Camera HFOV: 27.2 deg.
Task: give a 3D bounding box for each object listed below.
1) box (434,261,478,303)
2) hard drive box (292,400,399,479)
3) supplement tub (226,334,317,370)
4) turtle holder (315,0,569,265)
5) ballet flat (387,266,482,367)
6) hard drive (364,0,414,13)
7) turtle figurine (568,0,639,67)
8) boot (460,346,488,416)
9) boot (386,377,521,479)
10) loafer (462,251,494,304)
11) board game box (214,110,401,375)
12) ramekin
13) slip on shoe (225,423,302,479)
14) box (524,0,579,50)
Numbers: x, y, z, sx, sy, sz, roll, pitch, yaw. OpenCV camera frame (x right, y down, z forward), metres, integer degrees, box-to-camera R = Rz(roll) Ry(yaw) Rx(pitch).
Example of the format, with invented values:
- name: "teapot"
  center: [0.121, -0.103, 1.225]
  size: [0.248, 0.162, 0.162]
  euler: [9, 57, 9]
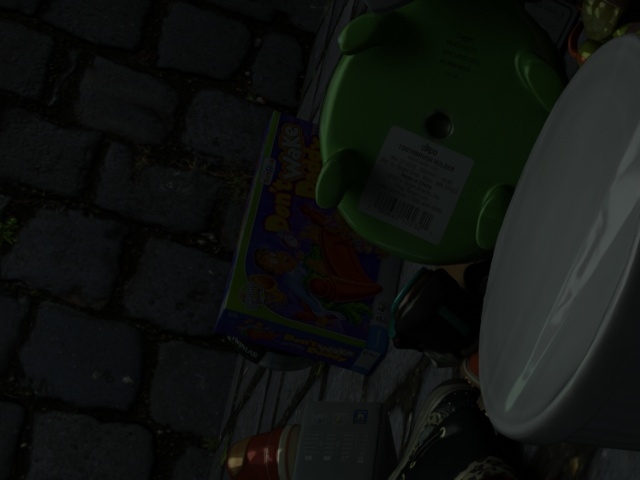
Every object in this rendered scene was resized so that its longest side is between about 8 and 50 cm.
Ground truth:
- name: "box"
  center: [0.164, 0.021, 1.517]
  size: [0.164, 0.021, 0.201]
  euler: [-147, 74, -82]
- name: "hard drive box"
  center: [0.025, 0.312, 1.381]
  size: [0.181, 0.089, 0.232]
  euler: [76, -162, -47]
- name: "supplement tub"
  center: [-0.035, 0.049, 2.192]
  size: [0.193, 0.194, 0.316]
  euler: [-83, 14, -52]
- name: "turtle holder"
  center: [0.129, -0.137, 1.283]
  size: [0.227, 0.243, 0.320]
  euler: [-2, -94, -72]
- name: "ballet flat"
  center: [0.119, 0.084, 1.332]
  size: [0.095, 0.096, 0.280]
  euler: [-54, -5, 2]
- name: "hard drive"
  center: [0.189, -0.332, 1.231]
  size: [0.233, 0.047, 0.353]
  euler: [-21, 19, 31]
- name: "turtle figurine"
  center: [0.264, -0.226, 1.121]
  size: [0.269, 0.087, 0.217]
  euler: [-87, 17, -61]
- name: "boot"
  center: [0.174, 0.111, 1.177]
  size: [0.084, 0.059, 0.158]
  euler: [-59, 10, 7]
- name: "boot"
  center: [0.109, 0.260, 1.179]
  size: [0.178, 0.085, 0.236]
  euler: [-109, 35, -72]
- name: "loafer"
  center: [0.170, 0.035, 1.299]
  size: [0.170, 0.061, 0.062]
  euler: [-139, 66, -82]
- name: "board game box"
  center: [0.000, 0.000, 1.916]
  size: [0.078, 0.233, 0.347]
  euler: [119, 166, -56]
- name: "ramekin"
  center: [0.210, 0.013, 0.851]
  size: [0.273, 0.127, 0.272]
  euler: [-162, 90, -82]
- name: "slip on shoe"
  center: [-0.032, 0.343, 1.547]
  size: [0.123, 0.101, 0.331]
  euler: [-76, -23, -49]
- name: "box"
  center: [0.138, -0.158, 1.445]
  size: [0.087, 0.169, 0.290]
  euler: [-105, 38, -76]
